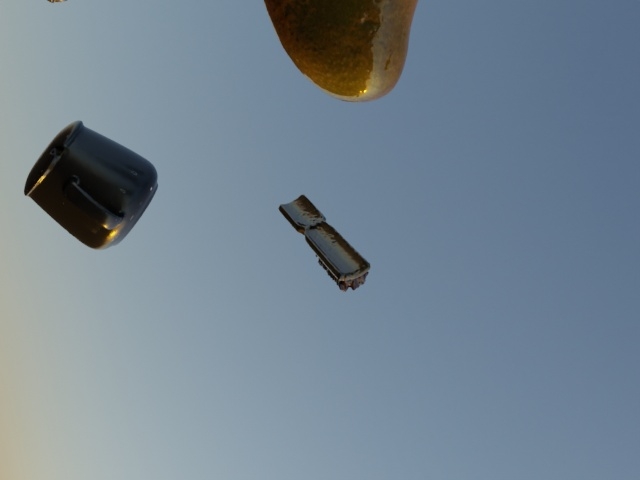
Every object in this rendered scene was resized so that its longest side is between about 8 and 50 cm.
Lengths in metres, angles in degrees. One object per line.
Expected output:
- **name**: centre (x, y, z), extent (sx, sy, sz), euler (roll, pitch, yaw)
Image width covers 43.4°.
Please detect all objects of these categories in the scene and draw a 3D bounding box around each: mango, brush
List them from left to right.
- **brush**: centre (0.000, 0.000, 0.977), extent (0.248, 0.043, 0.036), euler (-133, -152, -61)
- **mango**: centre (0.020, -0.210, 0.565), extent (0.099, 0.136, 0.227), euler (30, 63, -81)

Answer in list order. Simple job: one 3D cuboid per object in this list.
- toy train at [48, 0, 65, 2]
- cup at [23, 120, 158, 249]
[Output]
- **toy train**: centre (-0.248, -0.301, 0.673), extent (0.081, 0.060, 0.202), euler (53, -24, 39)
- **cup**: centre (-0.357, -0.083, 1.251), extent (0.176, 0.169, 0.223), euler (39, 4, -19)
